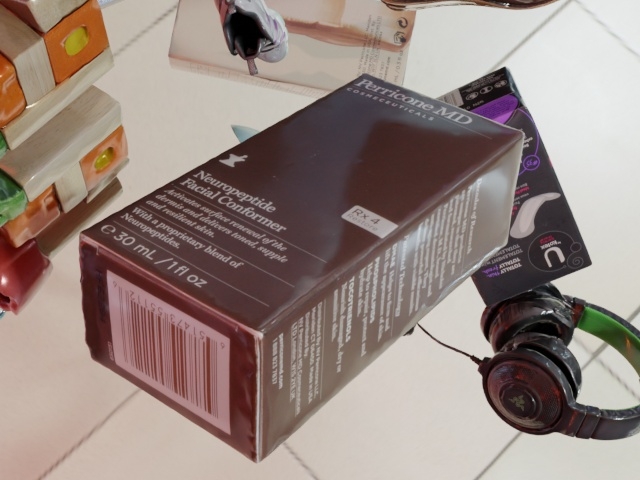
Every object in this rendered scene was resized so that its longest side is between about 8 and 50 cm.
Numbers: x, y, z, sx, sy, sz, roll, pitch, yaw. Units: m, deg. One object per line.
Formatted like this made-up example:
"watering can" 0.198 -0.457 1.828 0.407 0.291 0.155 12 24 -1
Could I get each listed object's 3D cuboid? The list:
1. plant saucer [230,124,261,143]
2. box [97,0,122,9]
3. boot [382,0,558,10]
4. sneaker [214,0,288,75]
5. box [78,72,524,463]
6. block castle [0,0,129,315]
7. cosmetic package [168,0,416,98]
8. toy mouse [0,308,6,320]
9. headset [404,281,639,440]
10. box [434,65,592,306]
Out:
"plant saucer" -0.061 -0.100 1.479 0.037 0.195 0.195 -35 78 4
"box" -0.358 -0.372 1.154 0.295 0.293 0.073 35 115 -3
"boot" 0.157 -0.267 0.870 0.248 0.207 0.090 -14 82 4
"sneaker" -0.046 -0.136 0.690 0.038 0.098 0.069 -21 57 15
"box" 0.000 0.000 0.876 0.191 0.143 0.381 25 40 28
"block castle" -0.341 -0.137 0.790 0.303 0.453 0.213 36 65 15
"cosmetic package" -0.040 -0.261 1.311 0.296 0.153 0.129 10 93 -8
"toy mouse" -0.435 0.080 1.241 0.161 0.031 0.143 -12 44 -9
"headset" 0.298 0.137 1.408 0.394 0.185 0.243 12 37 -1
"box" 0.245 -0.073 1.393 0.165 0.143 0.270 -23 118 13
